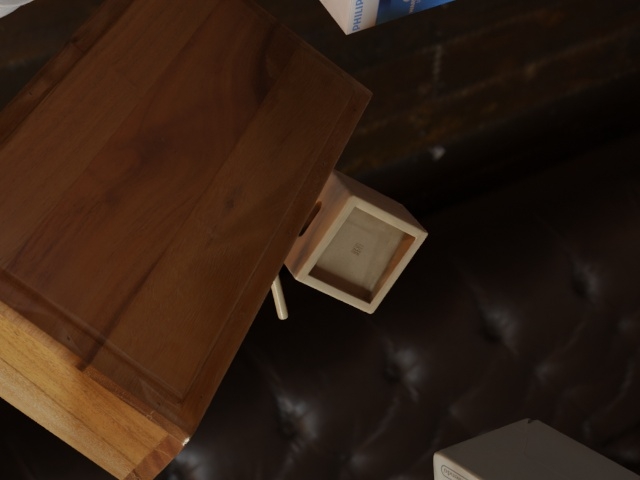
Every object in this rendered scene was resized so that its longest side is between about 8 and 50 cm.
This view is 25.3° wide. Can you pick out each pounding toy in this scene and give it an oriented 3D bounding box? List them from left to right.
[{"bbox_3d":[-0.010,0.005,1.746,0.206,0.094,0.181,26,105,-32],"label":"pounding toy"}]

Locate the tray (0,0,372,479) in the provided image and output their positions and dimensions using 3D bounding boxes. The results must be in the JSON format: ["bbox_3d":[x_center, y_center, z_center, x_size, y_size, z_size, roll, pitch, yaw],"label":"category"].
[{"bbox_3d":[-0.110,-0.045,0.957,0.076,0.203,0.411,-47,-170,36],"label":"tray"}]

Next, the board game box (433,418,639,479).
[{"bbox_3d":[0.185,0.309,0.998,0.097,0.224,0.303,-15,112,-27],"label":"board game box"}]

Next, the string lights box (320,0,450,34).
[{"bbox_3d":[0.118,-0.372,1.861,0.260,0.133,0.077,-21,146,-20],"label":"string lights box"}]

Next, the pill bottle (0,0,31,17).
[{"bbox_3d":[-0.357,-0.287,1.376,0.153,0.264,0.153,-6,100,-35],"label":"pill bottle"}]
